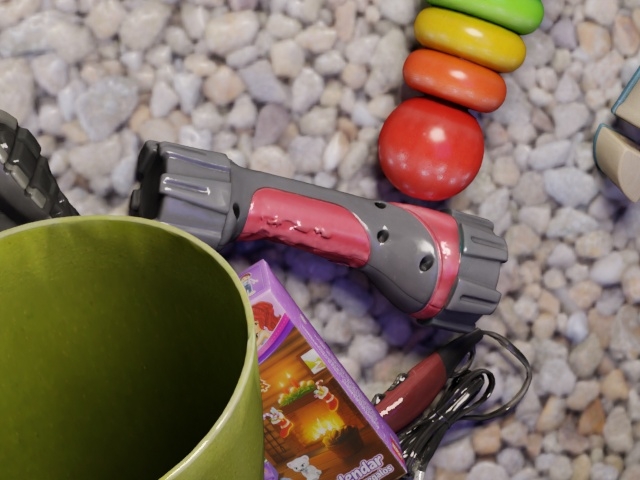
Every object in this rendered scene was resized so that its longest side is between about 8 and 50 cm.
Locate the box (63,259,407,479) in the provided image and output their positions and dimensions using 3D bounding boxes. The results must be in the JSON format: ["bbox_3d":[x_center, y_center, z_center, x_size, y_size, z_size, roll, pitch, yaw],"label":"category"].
[{"bbox_3d":[-0.109,0.172,1.318,0.293,0.057,0.201,-32,115,9],"label":"box"}]

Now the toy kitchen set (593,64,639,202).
[{"bbox_3d":[0.351,-0.122,1.523,0.166,0.122,0.207,26,106,-22],"label":"toy kitchen set"}]

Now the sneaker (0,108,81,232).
[{"bbox_3d":[-0.220,0.018,1.322,0.106,0.101,0.267,-28,115,14],"label":"sneaker"}]

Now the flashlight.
[{"bbox_3d":[0.000,0.000,1.387,0.304,0.103,0.103,12,88,-23],"label":"flashlight"}]

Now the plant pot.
[{"bbox_3d":[-0.151,0.181,1.162,0.275,0.275,0.293,-29,135,-16],"label":"plant pot"}]

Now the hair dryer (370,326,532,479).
[{"bbox_3d":[0.036,0.163,1.450,0.293,0.080,0.223,19,73,-28],"label":"hair dryer"}]

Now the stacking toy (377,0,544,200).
[{"bbox_3d":[0.136,-0.190,1.410,0.141,0.141,0.330,16,94,-22],"label":"stacking toy"}]
